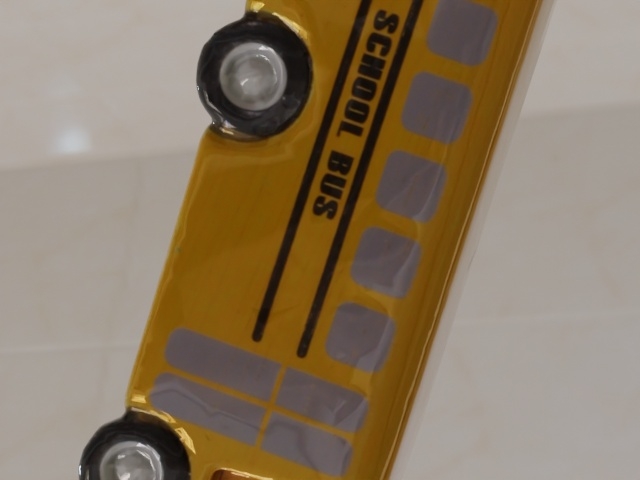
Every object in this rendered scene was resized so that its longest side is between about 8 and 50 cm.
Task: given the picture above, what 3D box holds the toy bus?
[{"bbox_3d":[0.000,0.000,0.858,0.108,0.130,0.332,-30,-42,-78],"label":"toy bus"}]
